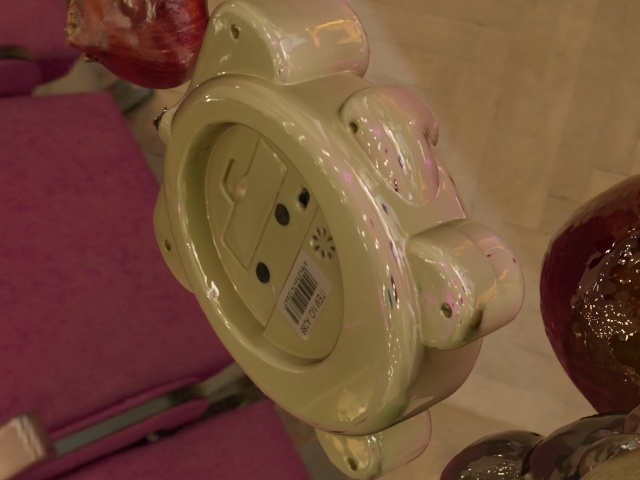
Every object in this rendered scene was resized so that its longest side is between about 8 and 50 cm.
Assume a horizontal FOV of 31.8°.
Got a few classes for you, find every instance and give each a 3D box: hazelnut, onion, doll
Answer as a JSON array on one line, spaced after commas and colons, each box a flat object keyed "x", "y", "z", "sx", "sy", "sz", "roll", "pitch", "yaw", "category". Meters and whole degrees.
[{"x": 0.483, "y": 0.084, "z": 1.433, "sx": 0.420, "sy": 0.421, "sz": 0.353, "roll": 14, "pitch": 107, "yaw": 25, "category": "hazelnut"}, {"x": -0.237, "y": -0.307, "z": 1.424, "sx": 0.248, "sy": 0.161, "sz": 0.248, "roll": 15, "pitch": 122, "yaw": 25, "category": "onion"}, {"x": 0.336, "y": 0.311, "z": 1.131, "sx": 0.252, "sy": 0.378, "sz": 0.382, "roll": -43, "pitch": 100, "yaw": -13, "category": "doll"}]

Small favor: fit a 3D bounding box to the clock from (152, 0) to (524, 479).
[{"x": 0.000, "y": 0.000, "z": 0.833, "sx": 0.309, "sy": 0.114, "sz": 0.284, "roll": 51, "pitch": 137, "yaw": 25, "category": "clock"}]

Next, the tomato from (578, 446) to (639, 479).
[{"x": 0.292, "y": 0.239, "z": 0.745, "sx": 0.303, "sy": 0.303, "sz": 0.239, "roll": -16, "pitch": 102, "yaw": 25, "category": "tomato"}]
